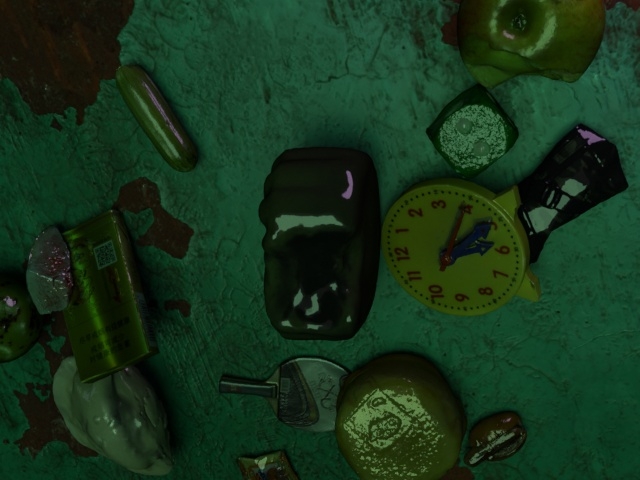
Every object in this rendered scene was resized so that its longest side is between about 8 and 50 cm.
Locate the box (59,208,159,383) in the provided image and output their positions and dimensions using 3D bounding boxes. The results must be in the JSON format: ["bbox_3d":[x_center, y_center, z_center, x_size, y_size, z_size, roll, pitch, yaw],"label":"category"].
[{"bbox_3d":[-0.439,0.111,1.713,0.173,0.043,0.311,-25,72,16],"label":"box"}]

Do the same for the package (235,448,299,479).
[{"bbox_3d":[-0.112,0.509,1.857,0.121,0.031,0.108,-15,104,15],"label":"package"}]

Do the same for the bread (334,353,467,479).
[{"bbox_3d":[0.159,0.367,1.705,0.270,0.148,0.270,2,104,7],"label":"bread"}]

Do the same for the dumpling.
[{"bbox_3d":[-0.446,0.375,1.789,0.243,0.187,0.318,-18,95,17],"label":"dumpling"}]

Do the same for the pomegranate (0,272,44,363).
[{"bbox_3d":[-0.681,0.183,1.752,0.211,0.263,0.211,4,149,2],"label":"pomegranate"}]

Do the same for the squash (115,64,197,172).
[{"bbox_3d":[-0.316,-0.234,1.644,0.069,0.069,0.239,-29,100,17],"label":"squash"}]

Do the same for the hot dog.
[{"bbox_3d":[0.349,0.405,1.728,0.140,0.060,0.090,-25,97,20],"label":"hot dog"}]

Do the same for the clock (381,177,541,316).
[{"bbox_3d":[0.243,0.021,1.568,0.293,0.071,0.277,-9,113,35],"label":"clock"}]

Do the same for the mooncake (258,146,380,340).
[{"bbox_3d":[0.000,0.000,1.522,0.187,0.351,0.351,0,107,13],"label":"mooncake"}]

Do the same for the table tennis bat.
[{"bbox_3d":[-0.064,0.317,1.796,0.301,0.022,0.173,6,108,6],"label":"table tennis bat"}]

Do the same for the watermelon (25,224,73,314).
[{"bbox_3d":[-0.548,0.055,1.720,0.094,0.081,0.180,-12,81,-4],"label":"watermelon"}]

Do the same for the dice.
[{"bbox_3d":[0.271,-0.194,1.519,0.131,0.128,0.120,-41,98,17],"label":"dice"}]

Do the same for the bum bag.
[{"bbox_3d":[0.401,-0.057,1.559,0.340,0.095,0.144,-43,80,18],"label":"bum bag"}]

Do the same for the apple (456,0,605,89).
[{"bbox_3d":[0.342,-0.352,1.407,0.246,0.226,0.246,4,107,12],"label":"apple"}]
